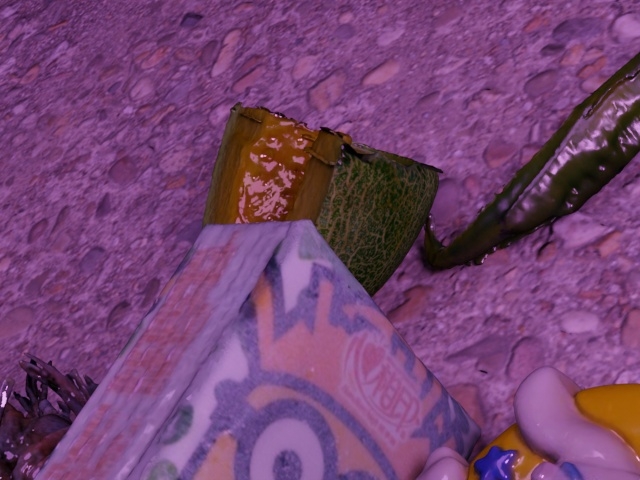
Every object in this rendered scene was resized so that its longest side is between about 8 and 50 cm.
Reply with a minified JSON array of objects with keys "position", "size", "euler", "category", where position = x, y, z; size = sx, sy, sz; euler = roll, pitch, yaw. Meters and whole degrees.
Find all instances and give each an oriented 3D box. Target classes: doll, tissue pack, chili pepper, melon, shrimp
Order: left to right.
[{"position":[-0.193,0.168,1.421],"size":[0.172,0.137,0.372],"euler":[-41,40,15],"category":"shrimp"},{"position":[-0.050,0.171,1.203],"size":[0.128,0.228,0.311],"euler":[-2,47,44],"category":"tissue pack"},{"position":[0.000,0.000,1.471],"size":[0.265,0.129,0.169],"euler":[28,100,67],"category":"melon"},{"position":[0.147,0.179,1.103],"size":[0.237,0.111,0.252],"euler":[-27,38,20],"category":"doll"},{"position":[0.221,-0.089,1.407],"size":[0.359,0.076,0.085],"euler":[-34,58,7],"category":"chili pepper"}]
